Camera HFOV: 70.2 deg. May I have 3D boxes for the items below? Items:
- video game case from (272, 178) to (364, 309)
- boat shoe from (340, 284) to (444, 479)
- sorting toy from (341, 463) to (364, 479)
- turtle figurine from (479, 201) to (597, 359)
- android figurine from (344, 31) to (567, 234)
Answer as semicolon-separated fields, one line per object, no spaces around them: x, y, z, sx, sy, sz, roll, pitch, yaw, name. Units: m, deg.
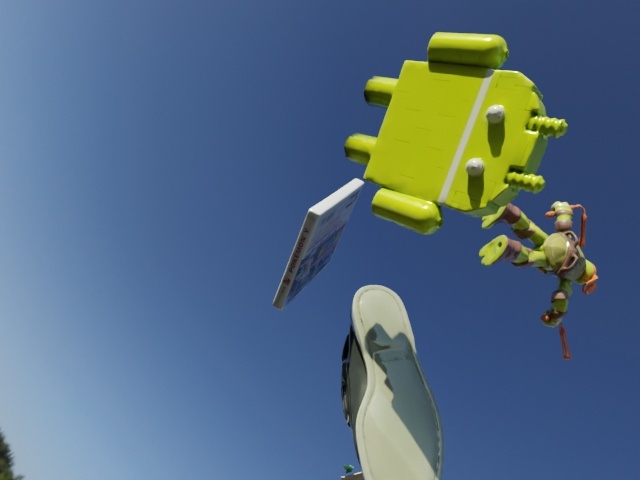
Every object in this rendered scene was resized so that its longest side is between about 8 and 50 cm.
0.000;0.000;0.761;0.023;0.201;0.183;29;-61;12;video game case
0.091;0.240;0.688;0.113;0.127;0.340;108;-23;-51;boat shoe
0.075;0.495;0.948;0.062;0.012;0.083;-14;-70;4;sorting toy
0.359;0.035;0.716;0.087;0.217;0.270;-26;-135;67;turtle figurine
0.153;-0.129;0.565;0.272;0.056;0.248;28;-80;40;android figurine
